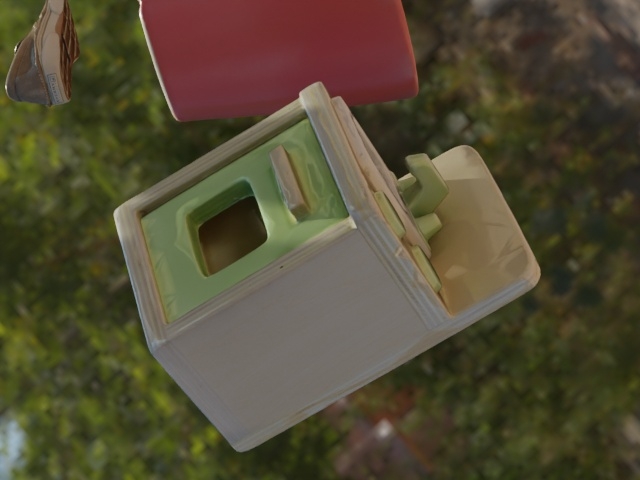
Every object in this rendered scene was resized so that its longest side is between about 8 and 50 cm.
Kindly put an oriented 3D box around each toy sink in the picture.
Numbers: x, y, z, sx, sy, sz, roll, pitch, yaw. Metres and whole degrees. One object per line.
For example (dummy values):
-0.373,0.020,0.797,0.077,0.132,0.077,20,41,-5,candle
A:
0.000,0.000,1.218,0.131,0.234,0.153,54,-170,-40,toy sink

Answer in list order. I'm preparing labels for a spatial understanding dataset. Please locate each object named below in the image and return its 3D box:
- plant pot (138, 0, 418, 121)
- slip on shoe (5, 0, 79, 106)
-0.054,-0.243,1.843,0.275,0.243,0.275,-15,-90,-89,plant pot
-0.199,-0.136,1.328,0.135,0.041,0.051,-96,-5,-54,slip on shoe
